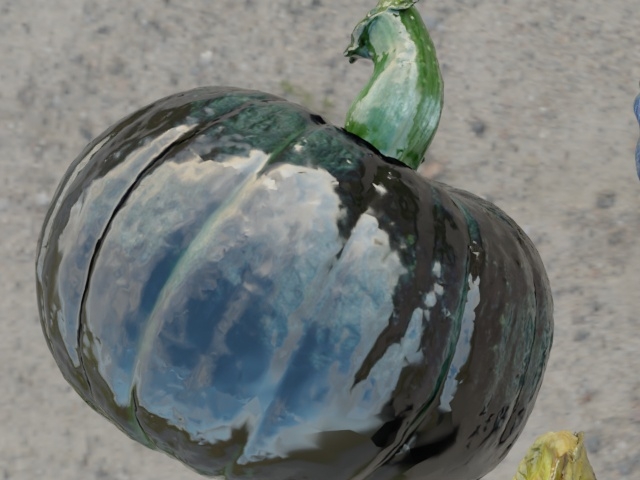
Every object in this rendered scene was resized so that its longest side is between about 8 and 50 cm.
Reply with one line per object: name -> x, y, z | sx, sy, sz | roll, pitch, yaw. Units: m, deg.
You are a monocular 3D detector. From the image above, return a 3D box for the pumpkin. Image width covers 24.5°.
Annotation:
pumpkin -> 0.000, 0.000, 0.689 | 0.248, 0.248, 0.248 | -1, 89, 35

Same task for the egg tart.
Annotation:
egg tart -> 0.232, 0.331, 1.622 | 0.095, 0.279, 0.279 | 30, 107, 3

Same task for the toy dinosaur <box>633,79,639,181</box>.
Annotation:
toy dinosaur -> 0.300, -0.093, 1.269 | 0.075, 0.188, 0.247 | 8, 121, 17
